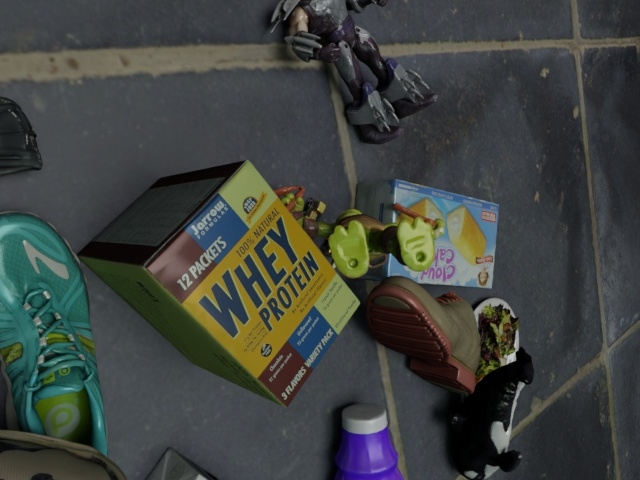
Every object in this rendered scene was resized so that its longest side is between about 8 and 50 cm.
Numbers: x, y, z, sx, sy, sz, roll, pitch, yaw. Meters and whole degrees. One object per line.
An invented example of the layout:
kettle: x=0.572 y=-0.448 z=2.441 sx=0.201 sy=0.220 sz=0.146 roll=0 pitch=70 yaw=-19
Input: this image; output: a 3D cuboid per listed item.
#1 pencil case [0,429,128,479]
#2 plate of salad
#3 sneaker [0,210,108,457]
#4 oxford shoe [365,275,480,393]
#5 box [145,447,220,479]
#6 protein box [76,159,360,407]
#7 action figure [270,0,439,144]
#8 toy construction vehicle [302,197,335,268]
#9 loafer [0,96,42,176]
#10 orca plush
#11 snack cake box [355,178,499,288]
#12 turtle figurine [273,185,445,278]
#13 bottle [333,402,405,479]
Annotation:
pencil case: x=-0.289 y=0.335 z=0.368 sx=0.160 sy=0.183 sz=0.409 roll=25 pitch=90 yaw=-9
plate of salad: x=0.344 y=0.213 z=1.016 sx=0.200 sy=0.048 sz=0.199 roll=-1 pitch=91 yaw=-38
sneaker: x=-0.254 y=0.104 z=0.494 sx=0.107 sy=0.110 sz=0.274 roll=-19 pitch=102 yaw=-37
oxford shoe: x=0.173 y=0.128 z=0.820 sx=0.348 sy=0.123 sz=0.130 roll=51 pitch=56 yaw=-48
box: x=-0.117 y=0.404 z=0.624 sx=0.290 sy=0.087 sz=0.169 roll=51 pitch=62 yaw=-28
protein box: x=-0.109 y=0.041 z=0.549 sx=0.136 sy=0.201 sz=0.199 roll=-51 pitch=120 yaw=-26
action figure: x=0.042 y=-0.280 z=0.733 sx=0.285 sy=0.099 sz=0.185 roll=49 pitch=68 yaw=-25
toy construction vehicle: x=0.000 y=0.000 z=0.742 sx=0.086 sy=0.035 sz=0.098 roll=40 pitch=67 yaw=-32
loafer: x=-0.351 y=-0.057 z=0.432 sx=0.223 sy=0.076 sz=0.078 roll=-31 pitch=102 yaw=-38
orca plush: x=0.277 y=0.316 z=0.894 sx=0.102 sy=0.151 sz=0.287 roll=1 pitch=134 yaw=-18
snack cake box: x=0.177 y=-0.002 z=0.851 sx=0.265 sy=0.089 sz=0.152 roll=7 pitch=86 yaw=-38
turtle figurine: x=0.038 y=-0.007 z=0.627 sx=0.270 sy=0.217 sz=0.087 roll=10 pitch=99 yaw=-8
bottle: x=0.074 y=0.391 z=0.773 sx=0.118 sy=0.092 sz=0.282 roll=-6 pitch=95 yaw=-38
